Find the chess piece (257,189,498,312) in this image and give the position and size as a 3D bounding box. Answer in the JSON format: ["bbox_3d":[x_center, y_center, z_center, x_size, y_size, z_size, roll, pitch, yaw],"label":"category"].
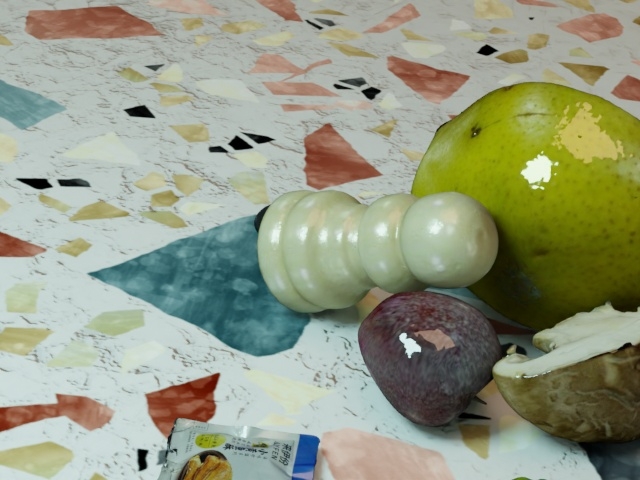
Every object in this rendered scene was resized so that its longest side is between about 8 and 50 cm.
[{"bbox_3d":[0.084,0.010,2.159,0.300,0.167,0.167,-2,18,41],"label":"chess piece"}]

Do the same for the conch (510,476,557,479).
[{"bbox_3d":[0.185,0.302,1.883,0.201,0.079,0.095,-7,13,-7],"label":"conch"}]

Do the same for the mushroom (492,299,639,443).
[{"bbox_3d":[0.342,0.168,2.070,0.286,0.151,0.156,-19,16,-23],"label":"mushroom"}]

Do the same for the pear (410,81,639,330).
[{"bbox_3d":[0.278,-0.015,2.207,0.386,0.340,0.191,1,39,35],"label":"pear"}]

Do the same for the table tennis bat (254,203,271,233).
[{"bbox_3d":[0.000,0.000,2.402,0.150,0.027,0.236,-7,32,-24],"label":"table tennis bat"}]

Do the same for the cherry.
[{"bbox_3d":[0.134,0.133,2.075,0.176,0.140,0.176,19,47,-22],"label":"cherry"}]

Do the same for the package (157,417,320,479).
[{"bbox_3d":[-0.092,0.259,1.930,0.173,0.027,0.171,5,30,3],"label":"package"}]
